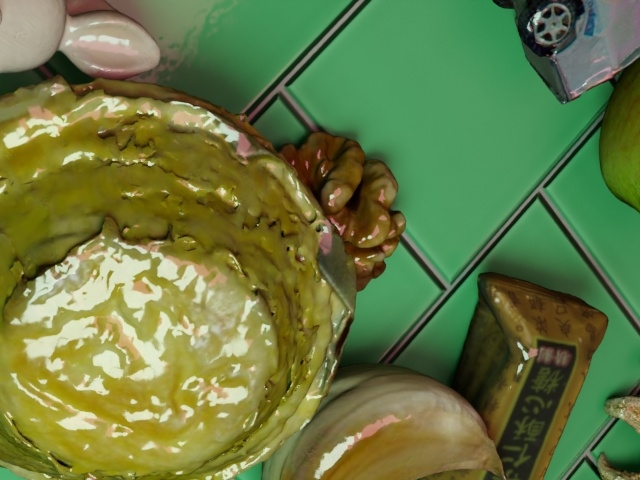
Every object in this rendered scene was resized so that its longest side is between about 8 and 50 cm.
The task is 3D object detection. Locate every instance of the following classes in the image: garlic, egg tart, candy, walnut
[{"bbox_3d":[0.049,0.151,0.964,0.206,0.128,0.115,-8,142,-13],"label":"garlic"},{"bbox_3d":[-0.130,0.057,0.823,0.341,0.132,0.341,-5,112,-13],"label":"egg tart"},{"bbox_3d":[0.161,0.167,1.063,0.143,0.101,0.271,12,102,-21],"label":"candy"},{"bbox_3d":[0.000,0.000,0.951,0.143,0.069,0.170,40,79,-28],"label":"walnut"}]

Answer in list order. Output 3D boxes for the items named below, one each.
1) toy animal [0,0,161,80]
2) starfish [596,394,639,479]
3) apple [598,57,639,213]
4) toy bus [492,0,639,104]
[{"bbox_3d":[-0.211,-0.145,0.782,0.212,0.124,0.124,33,86,-37],"label":"toy animal"},{"bbox_3d":[0.385,0.200,1.209,0.216,0.071,0.238,-42,124,-7],"label":"starfish"},{"bbox_3d":[0.366,-0.080,1.032,0.246,0.246,0.226,38,91,-30],"label":"apple"},{"bbox_3d":[0.180,-0.265,0.920,0.138,0.112,0.317,-25,129,3],"label":"toy bus"}]
